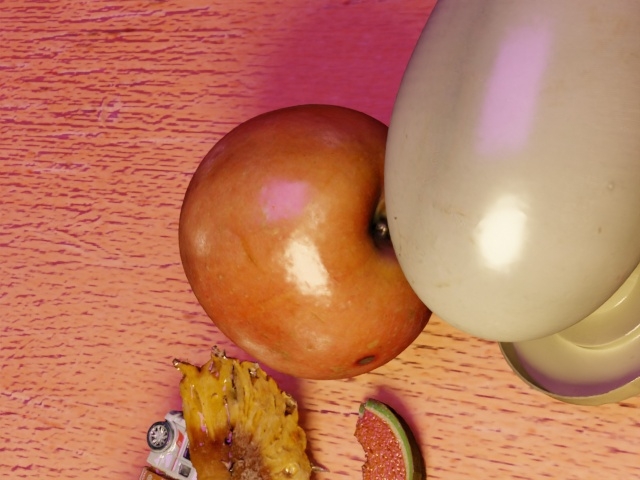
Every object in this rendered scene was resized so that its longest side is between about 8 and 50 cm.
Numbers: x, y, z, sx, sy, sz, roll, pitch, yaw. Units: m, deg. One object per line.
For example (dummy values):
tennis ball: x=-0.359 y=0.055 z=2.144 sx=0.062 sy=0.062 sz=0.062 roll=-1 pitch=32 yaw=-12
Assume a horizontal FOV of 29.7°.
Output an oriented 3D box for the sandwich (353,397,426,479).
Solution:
sandwich: x=0.065 y=0.212 z=1.119 sx=0.067 sy=0.029 sz=0.135 roll=-17 pitch=68 yaw=31

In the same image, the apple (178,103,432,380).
apple: x=0.000 y=0.000 z=1.088 sx=0.254 sy=0.253 sz=0.253 roll=-9 pitch=70 yaw=28

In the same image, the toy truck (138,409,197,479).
toy truck: x=-0.131 y=0.266 z=1.187 sx=0.115 sy=0.080 sz=0.177 roll=17 pitch=84 yaw=32

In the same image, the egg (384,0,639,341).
egg: x=0.175 y=-0.101 z=0.953 sx=0.230 sy=0.230 sz=0.370 roll=17 pitch=94 yaw=33

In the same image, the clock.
clock: x=0.239 y=0.025 z=1.027 sx=0.235 sy=0.029 sz=0.235 roll=-29 pitch=48 yaw=38

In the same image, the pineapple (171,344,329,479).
pineapple: x=-0.063 y=0.215 z=1.140 sx=0.079 sy=0.135 sz=0.233 roll=-11 pitch=81 yaw=42
